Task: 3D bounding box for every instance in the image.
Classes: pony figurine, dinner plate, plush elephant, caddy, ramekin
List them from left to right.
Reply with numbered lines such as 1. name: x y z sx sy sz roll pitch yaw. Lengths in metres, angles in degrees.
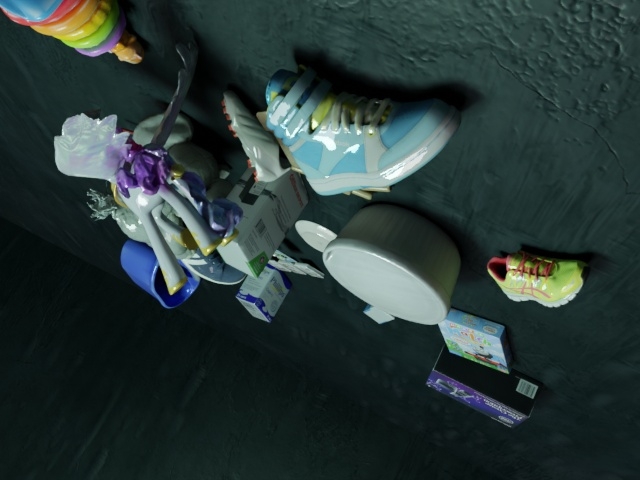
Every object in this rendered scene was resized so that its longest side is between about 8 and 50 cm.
1. pony figurine: -0.297 -0.119 1.171 0.363 0.303 0.351 49 141 0
2. caddy: -0.426 0.059 1.987 0.179 0.241 0.341 29 160 15
3. plush elephant: -0.306 -0.118 1.444 0.272 0.255 0.330 66 -169 4
4. dinner plate: 0.000 0.000 1.596 0.141 0.017 0.141 26 160 10
5. ramekin: 0.149 0.041 1.332 0.273 0.127 0.273 26 160 10

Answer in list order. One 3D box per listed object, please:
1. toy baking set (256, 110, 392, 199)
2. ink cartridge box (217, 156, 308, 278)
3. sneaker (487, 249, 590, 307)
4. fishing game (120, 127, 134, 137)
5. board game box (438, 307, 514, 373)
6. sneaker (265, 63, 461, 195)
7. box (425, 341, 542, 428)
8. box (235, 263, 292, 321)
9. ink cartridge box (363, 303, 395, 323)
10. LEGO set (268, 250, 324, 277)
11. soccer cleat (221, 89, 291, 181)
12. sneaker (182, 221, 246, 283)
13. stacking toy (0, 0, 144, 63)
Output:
1. toy baking set: 0.012 -0.157 1.205 0.256 0.030 0.197 20 152 9
2. ink cartridge box: -0.122 -0.053 1.366 0.087 0.208 0.153 24 158 23
3. sneaker: 0.360 0.057 1.154 0.094 0.081 0.208 39 158 -16
4. fishing game: -0.382 -0.182 1.658 0.189 0.041 0.264 17 152 14
5. board game box: 0.368 0.236 1.613 0.160 0.039 0.211 18 155 31
6. sneaker: 0.034 -0.181 0.988 0.208 0.127 0.319 46 147 -22
7. box: 0.422 0.379 1.788 0.261 0.103 0.184 25 161 13
8. box: -0.162 0.145 1.970 0.072 0.137 0.126 17 156 29
9. ink cartridge box: 0.157 0.116 1.504 0.052 0.122 0.088 36 158 -5
10. LEGO set: -0.121 0.024 1.794 0.182 0.060 0.244 7 161 45
11. soccer cleat: -0.118 -0.196 1.250 0.068 0.076 0.196 -110 -4 -56
12. sneaker: -0.306 -0.005 1.722 0.350 0.131 0.148 39 157 -26
13. stacking toy: -0.384 -0.371 1.111 0.175 0.166 0.302 32 176 23
